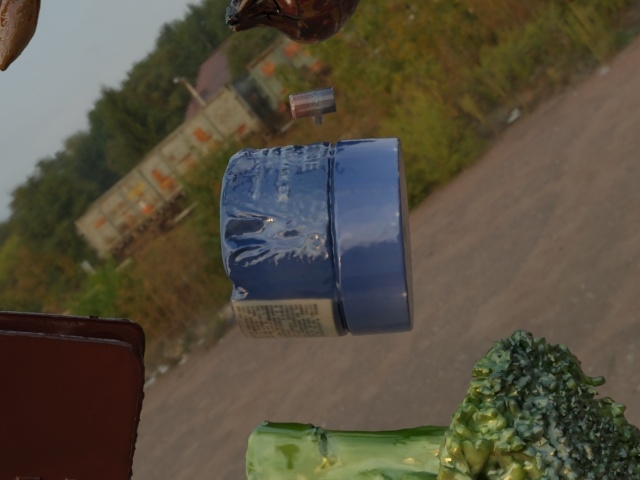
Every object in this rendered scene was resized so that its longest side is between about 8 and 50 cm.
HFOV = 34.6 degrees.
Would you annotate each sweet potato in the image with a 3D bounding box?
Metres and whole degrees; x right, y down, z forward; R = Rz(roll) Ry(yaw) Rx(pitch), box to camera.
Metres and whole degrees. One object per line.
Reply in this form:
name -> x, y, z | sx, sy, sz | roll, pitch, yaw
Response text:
sweet potato -> -0.376, -0.296, 1.294 | 0.058, 0.055, 0.202 | -16, 49, 28

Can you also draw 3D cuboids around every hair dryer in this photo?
hair dryer -> -0.010, -0.187, 1.495 | 0.063, 0.037, 0.114 | -11, -11, -1

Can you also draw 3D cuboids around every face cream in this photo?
face cream -> 0.000, 0.000, 1.295 | 0.225, 0.249, 0.249 | -5, 12, 6

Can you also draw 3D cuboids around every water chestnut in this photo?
water chestnut -> -0.058, -0.474, 1.770 | 0.244, 0.289, 0.289 | -30, 9, 17

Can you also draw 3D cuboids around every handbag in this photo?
handbag -> -0.349, 0.222, 1.255 | 0.084, 0.259, 0.276 | -115, 32, -64

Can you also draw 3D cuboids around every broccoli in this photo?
broccoli -> 0.122, 0.220, 0.963 | 0.275, 0.397, 0.353 | -40, -23, -57
